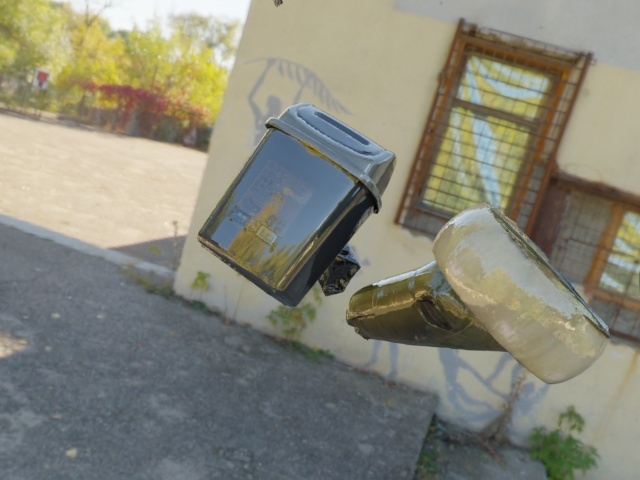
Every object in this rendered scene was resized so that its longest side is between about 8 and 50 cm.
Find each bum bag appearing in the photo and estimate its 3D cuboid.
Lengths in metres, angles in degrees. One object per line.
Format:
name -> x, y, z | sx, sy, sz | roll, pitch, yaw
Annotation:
bum bag -> 0.001, -0.001, 1.426 | 0.102, 0.248, 0.069 | -29, 9, -3

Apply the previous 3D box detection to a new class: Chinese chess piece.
Chinese chess piece -> 0.253, 0.063, 0.838 | 0.250, 0.103, 0.250 | 43, 15, -15

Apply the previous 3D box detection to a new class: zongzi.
zongzi -> 0.233, 0.173, 1.305 | 0.300, 0.145, 0.274 | 38, -38, -25

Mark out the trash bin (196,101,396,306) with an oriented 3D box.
trash bin -> -0.034, -0.060, 1.026 | 0.209, 0.290, 0.182 | 34, -6, 17

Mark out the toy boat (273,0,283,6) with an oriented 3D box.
toy boat -> -0.094, -0.484, 1.192 | 0.084, 0.066, 0.210 | 53, 10, -29

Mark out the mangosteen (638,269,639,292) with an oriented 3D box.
mangosteen -> 0.700, 0.066, 1.137 | 0.287, 0.287, 0.233 | 14, -34, -17
